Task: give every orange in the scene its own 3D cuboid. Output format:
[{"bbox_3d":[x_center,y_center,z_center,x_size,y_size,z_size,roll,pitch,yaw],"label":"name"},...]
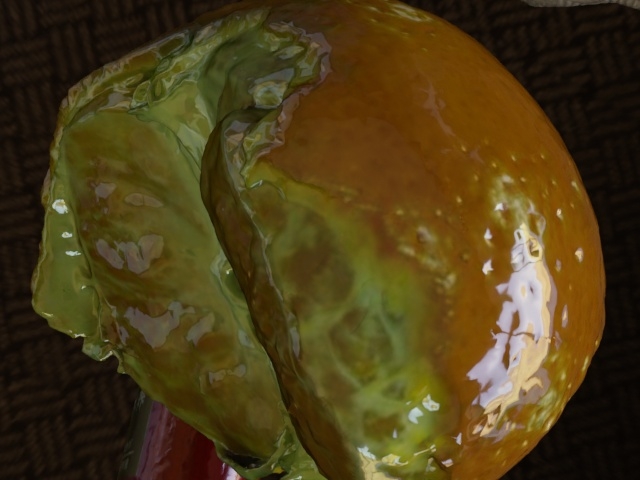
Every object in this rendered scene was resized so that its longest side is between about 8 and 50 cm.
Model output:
[{"bbox_3d":[0.003,-0.003,0.511,0.158,0.237,0.179,-35,106,-26],"label":"orange"}]

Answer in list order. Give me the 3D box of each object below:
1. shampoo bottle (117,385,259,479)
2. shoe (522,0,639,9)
[{"bbox_3d":[-0.053,0.031,0.794,0.076,0.118,0.314,11,70,-3],"label":"shampoo bottle"},{"bbox_3d":[0.175,-0.198,0.833,0.112,0.227,0.099,32,73,-38],"label":"shoe"}]
